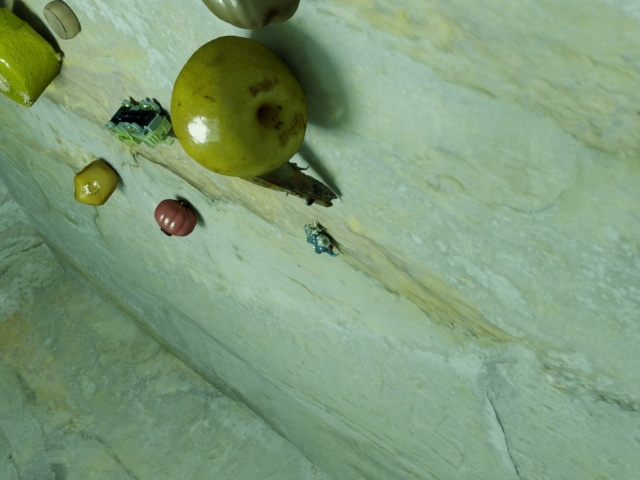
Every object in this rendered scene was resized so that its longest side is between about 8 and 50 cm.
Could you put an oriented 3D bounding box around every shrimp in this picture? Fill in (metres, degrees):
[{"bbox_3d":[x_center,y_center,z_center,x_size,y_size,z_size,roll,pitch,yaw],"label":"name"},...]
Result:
[{"bbox_3d":[-0.103,-0.151,1.317,0.295,0.169,0.058,24,129,-17],"label":"shrimp"}]

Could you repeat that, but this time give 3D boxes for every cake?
[{"bbox_3d":[-0.719,-0.427,1.837,0.179,0.156,0.260,36,166,-18],"label":"cake"}]

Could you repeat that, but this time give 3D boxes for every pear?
[{"bbox_3d":[-0.126,-0.198,1.154,0.208,0.209,0.209,37,155,20],"label":"pear"}]

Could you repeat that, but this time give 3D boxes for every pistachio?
[{"bbox_3d":[-0.106,-0.358,0.962,0.206,0.131,0.130,60,-165,-21],"label":"pistachio"}]

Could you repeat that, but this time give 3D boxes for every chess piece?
[{"bbox_3d":[-0.543,-0.462,1.629,0.083,0.038,0.084,39,158,19],"label":"chess piece"}]

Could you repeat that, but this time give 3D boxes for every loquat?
[{"bbox_3d":[-0.626,-0.159,2.149,0.113,0.137,0.137,27,166,-27],"label":"loquat"}]

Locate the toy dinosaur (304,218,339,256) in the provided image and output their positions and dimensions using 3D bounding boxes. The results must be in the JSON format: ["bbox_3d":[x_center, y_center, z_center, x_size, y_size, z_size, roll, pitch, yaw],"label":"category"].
[{"bbox_3d":[0.000,0.000,1.465,0.083,0.030,0.047,52,158,-15],"label":"toy dinosaur"}]

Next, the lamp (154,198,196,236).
[{"bbox_3d":[-0.354,-0.055,1.896,0.107,0.092,0.107,32,-171,-6],"label":"lamp"}]

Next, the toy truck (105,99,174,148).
[{"bbox_3d":[-0.379,-0.241,1.666,0.168,0.077,0.100,11,153,48],"label":"toy truck"}]
